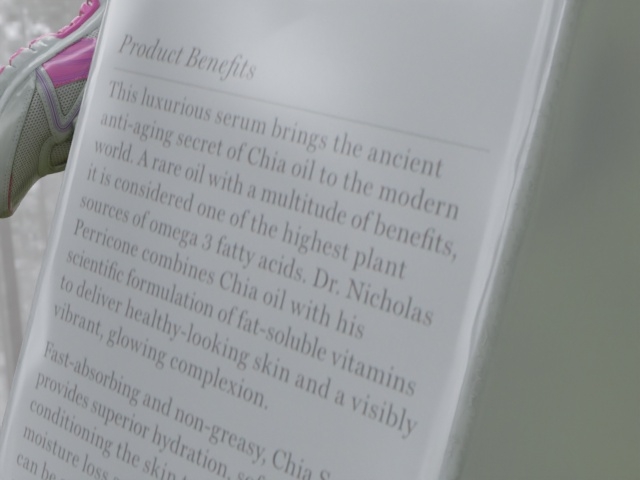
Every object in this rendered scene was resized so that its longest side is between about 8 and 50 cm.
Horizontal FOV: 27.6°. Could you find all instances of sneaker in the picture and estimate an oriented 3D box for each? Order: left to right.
[{"bbox_3d":[-0.161,-0.108,0.973,0.111,0.252,0.103,35,-19,5],"label":"sneaker"}]

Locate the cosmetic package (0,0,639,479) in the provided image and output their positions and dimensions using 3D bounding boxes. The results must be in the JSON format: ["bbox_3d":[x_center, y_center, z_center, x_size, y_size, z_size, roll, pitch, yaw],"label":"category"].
[{"bbox_3d":[0.006,0.063,0.526,0.230,0.453,0.161,18,5,41],"label":"cosmetic package"}]
